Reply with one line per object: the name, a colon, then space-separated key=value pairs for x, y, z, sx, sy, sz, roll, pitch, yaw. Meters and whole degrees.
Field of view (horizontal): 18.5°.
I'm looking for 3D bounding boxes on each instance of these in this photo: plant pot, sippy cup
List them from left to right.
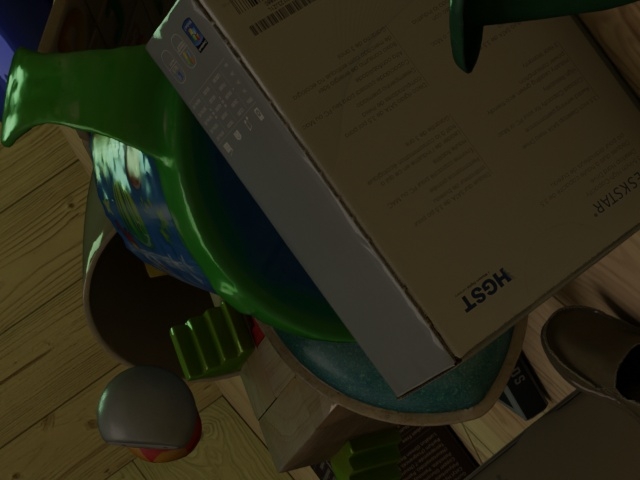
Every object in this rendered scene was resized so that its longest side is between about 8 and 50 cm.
plant pot: x=-0.134 y=-0.039 z=2.022 sx=0.274 sy=0.256 sz=0.256 roll=-110 pitch=-5 yaw=-49
sippy cup: x=-0.028 y=-0.057 z=1.201 sx=0.305 sy=0.240 sz=0.224 roll=48 pitch=159 yaw=-20

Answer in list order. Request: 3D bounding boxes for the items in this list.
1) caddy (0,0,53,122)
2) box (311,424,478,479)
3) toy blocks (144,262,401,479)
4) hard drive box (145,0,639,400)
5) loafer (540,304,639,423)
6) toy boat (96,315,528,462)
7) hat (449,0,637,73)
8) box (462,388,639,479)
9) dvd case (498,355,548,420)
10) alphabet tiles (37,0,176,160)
caddy: x=-0.270 y=-0.249 z=1.867 sx=0.179 sy=0.241 sz=0.341 roll=49 pitch=171 yaw=-4
box: x=0.125 y=0.316 z=2.198 sx=0.381 sy=0.143 sz=0.191 roll=51 pitch=170 yaw=9
toy blocks: x=0.000 y=0.000 z=1.578 sx=0.381 sy=0.190 sz=0.261 roll=69 pitch=151 yaw=20
hard drive box: x=0.052 y=-0.066 z=1.030 sx=0.232 sy=0.181 sz=0.089 roll=55 pitch=154 yaw=3
loafer: x=0.198 y=0.080 z=1.262 sx=0.148 sy=0.056 sz=0.050 roll=34 pitch=159 yaw=38
toy boat: x=-0.013 y=0.049 z=1.367 sx=0.267 sy=0.318 sz=0.148 roll=51 pitch=176 yaw=12
hat: x=0.152 y=-0.140 z=0.793 sx=0.173 sy=0.183 sz=0.208 roll=86 pitch=-167 yaw=-52
box: x=0.199 y=0.228 z=1.495 sx=0.121 sy=0.148 sz=0.311 roll=50 pitch=171 yaw=21
dvd case: x=0.099 y=0.048 z=1.708 sx=0.179 sy=0.029 sz=0.238 roll=58 pitch=171 yaw=-21
alphabet tiles: x=-0.118 y=-0.192 z=1.343 sx=0.011 sy=0.285 sz=0.342 roll=10 pitch=157 yaw=13
